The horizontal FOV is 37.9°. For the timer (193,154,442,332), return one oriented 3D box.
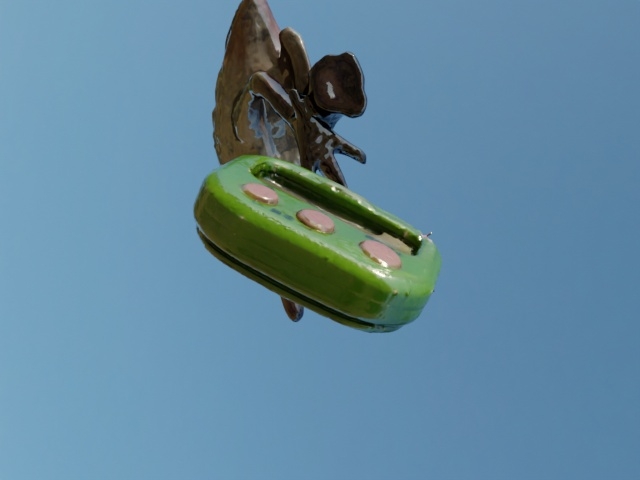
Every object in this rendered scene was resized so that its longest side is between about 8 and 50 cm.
[{"bbox_3d":[0.000,0.000,0.530,0.140,0.128,0.047,27,-72,5],"label":"timer"}]

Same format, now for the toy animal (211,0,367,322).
[{"bbox_3d":[-0.041,-0.071,0.790,0.324,0.090,0.195,111,-36,-63],"label":"toy animal"}]
